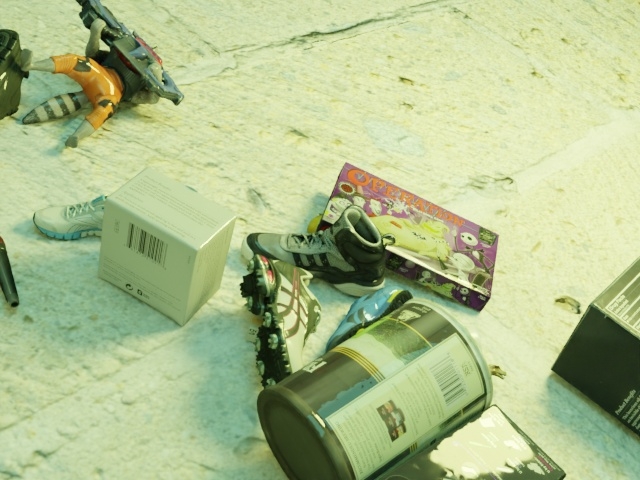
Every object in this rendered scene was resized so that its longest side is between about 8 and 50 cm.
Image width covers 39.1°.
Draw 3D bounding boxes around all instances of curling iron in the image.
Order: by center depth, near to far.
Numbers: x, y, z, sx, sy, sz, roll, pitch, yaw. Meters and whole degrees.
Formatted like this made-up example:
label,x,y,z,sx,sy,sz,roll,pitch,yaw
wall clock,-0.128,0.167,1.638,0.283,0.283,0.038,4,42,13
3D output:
label,x,y,z,sx,sy,sz,roll,pitch,yaw
curling iron,-0.541,0.010,1.468,0.068,0.035,0.274,30,22,-54

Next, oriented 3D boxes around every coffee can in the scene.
label,x,y,z,sx,sy,sz,roll,pitch,yaw
coffee can,0.078,0.232,1.281,0.275,0.201,0.201,-28,57,-27

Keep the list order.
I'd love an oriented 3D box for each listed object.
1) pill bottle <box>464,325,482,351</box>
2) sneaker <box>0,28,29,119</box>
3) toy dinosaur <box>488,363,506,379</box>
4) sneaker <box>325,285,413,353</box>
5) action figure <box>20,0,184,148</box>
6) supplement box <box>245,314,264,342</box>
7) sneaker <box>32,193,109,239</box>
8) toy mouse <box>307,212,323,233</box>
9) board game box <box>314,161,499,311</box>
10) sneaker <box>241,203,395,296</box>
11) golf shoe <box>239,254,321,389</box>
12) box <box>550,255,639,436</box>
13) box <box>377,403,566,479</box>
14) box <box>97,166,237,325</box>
label,x,y,z,sx,sy,sz,roll,pitch,yaw
pill bottle,0.180,0.185,1.502,0.169,0.094,0.094,-4,44,-25
sneaker,-0.630,-0.263,1.703,0.109,0.130,0.286,14,60,18
toy dinosaur,0.236,0.223,1.472,0.053,0.092,0.183,10,-7,41
sneaker,0.069,0.145,1.543,0.082,0.069,0.209,9,35,44
action figure,-0.466,-0.358,1.832,0.341,0.178,0.330,52,40,2
supplement box,-0.083,0.132,1.508,0.062,0.036,0.098,17,40,-2
sneaker,-0.399,-0.049,1.563,0.191,0.083,0.071,1,44,-18
toy mouse,0.050,-0.017,1.737,0.143,0.031,0.161,26,40,9
board game box,0.175,-0.012,1.739,0.347,0.056,0.208,25,35,-3
sneaker,0.000,0.000,1.602,0.269,0.153,0.101,15,39,-4
golf shoe,-0.046,0.133,1.418,0.120,0.105,0.272,6,46,-22
box,0.620,0.197,1.589,0.294,0.182,0.296,39,42,22
box,0.177,0.369,1.229,0.270,0.165,0.143,-21,54,-39
box,-0.253,0.009,1.473,0.181,0.182,0.119,29,42,13
